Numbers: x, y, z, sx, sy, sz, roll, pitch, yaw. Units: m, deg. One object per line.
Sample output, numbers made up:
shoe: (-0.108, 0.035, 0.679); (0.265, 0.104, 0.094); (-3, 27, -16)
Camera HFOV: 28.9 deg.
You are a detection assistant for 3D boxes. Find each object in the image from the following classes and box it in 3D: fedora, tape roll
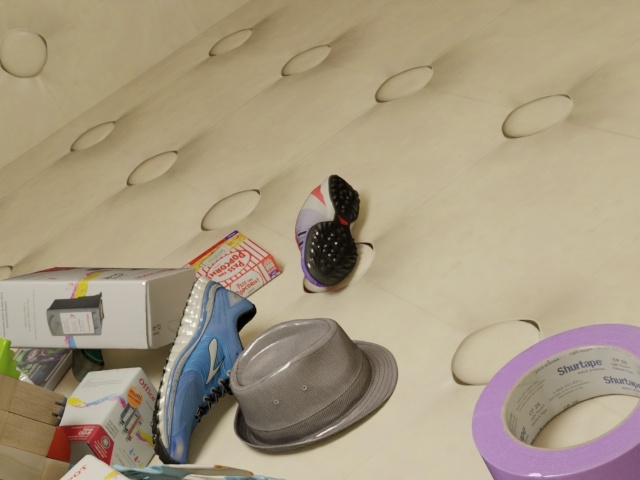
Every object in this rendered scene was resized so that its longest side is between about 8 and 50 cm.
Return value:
fedora: (-0.031, 0.204, 1.928); (0.275, 0.124, 0.244); (-23, 28, 13)
tape roll: (0.334, 0.227, 1.568); (0.275, 0.090, 0.275); (-23, 26, 12)

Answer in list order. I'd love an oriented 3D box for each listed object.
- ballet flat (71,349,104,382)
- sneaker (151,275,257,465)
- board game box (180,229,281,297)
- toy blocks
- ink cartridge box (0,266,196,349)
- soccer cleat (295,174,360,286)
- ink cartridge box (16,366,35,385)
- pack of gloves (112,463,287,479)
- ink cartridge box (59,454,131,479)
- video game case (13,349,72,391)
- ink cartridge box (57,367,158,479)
ballet flat: (-0.460, 0.209, 2.411); (0.068, 0.072, 0.213); (-55, 21, 13)
sneaker: (-0.183, 0.219, 2.029); (0.130, 0.147, 0.330); (113, 174, -62)
board game box: (-0.178, 0.060, 2.412); (0.147, 0.045, 0.193); (-36, 27, -13)
toy blocks: (-0.464, 0.356, 1.845); (0.191, 0.261, 0.381); (6, 74, 37)
ink cartridge box: (-0.404, 0.121, 2.264); (0.306, 0.131, 0.226); (-2, 4, 18)
soccer cleat: (0.000, 0.000, 2.303); (0.116, 0.108, 0.318); (-39, 22, 28)
ink cartridge box: (-0.548, 0.301, 2.187); (0.114, 0.197, 0.273); (-40, 28, -18)
pack of gloves: (-0.173, 0.355, 1.787); (0.232, 0.195, 0.046); (-8, 71, 37)
ink cartridge box: (-0.293, 0.439, 1.724); (0.171, 0.168, 0.232); (-42, 29, -22)
video game case: (-0.569, 0.259, 2.477); (0.173, 0.022, 0.190); (-11, 32, 33)
ink cartridge box: (-0.350, 0.314, 2.045); (0.127, 0.128, 0.176); (-9, 33, 34)
